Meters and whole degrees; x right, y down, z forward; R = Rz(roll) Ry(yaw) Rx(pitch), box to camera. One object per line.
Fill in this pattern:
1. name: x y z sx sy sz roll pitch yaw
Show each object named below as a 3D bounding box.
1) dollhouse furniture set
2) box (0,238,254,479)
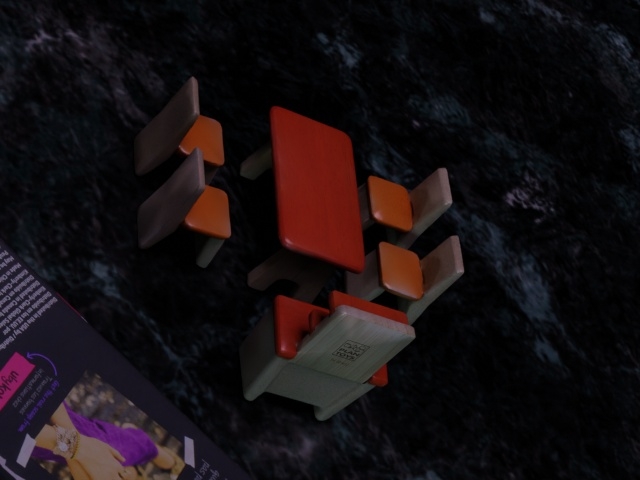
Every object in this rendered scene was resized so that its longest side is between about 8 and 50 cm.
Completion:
1. dollhouse furniture set: 0.000 0.000 1.554 0.262 0.135 0.259 18 46 -28
2. box: -0.190 0.154 1.234 0.270 0.165 0.143 45 39 -1
